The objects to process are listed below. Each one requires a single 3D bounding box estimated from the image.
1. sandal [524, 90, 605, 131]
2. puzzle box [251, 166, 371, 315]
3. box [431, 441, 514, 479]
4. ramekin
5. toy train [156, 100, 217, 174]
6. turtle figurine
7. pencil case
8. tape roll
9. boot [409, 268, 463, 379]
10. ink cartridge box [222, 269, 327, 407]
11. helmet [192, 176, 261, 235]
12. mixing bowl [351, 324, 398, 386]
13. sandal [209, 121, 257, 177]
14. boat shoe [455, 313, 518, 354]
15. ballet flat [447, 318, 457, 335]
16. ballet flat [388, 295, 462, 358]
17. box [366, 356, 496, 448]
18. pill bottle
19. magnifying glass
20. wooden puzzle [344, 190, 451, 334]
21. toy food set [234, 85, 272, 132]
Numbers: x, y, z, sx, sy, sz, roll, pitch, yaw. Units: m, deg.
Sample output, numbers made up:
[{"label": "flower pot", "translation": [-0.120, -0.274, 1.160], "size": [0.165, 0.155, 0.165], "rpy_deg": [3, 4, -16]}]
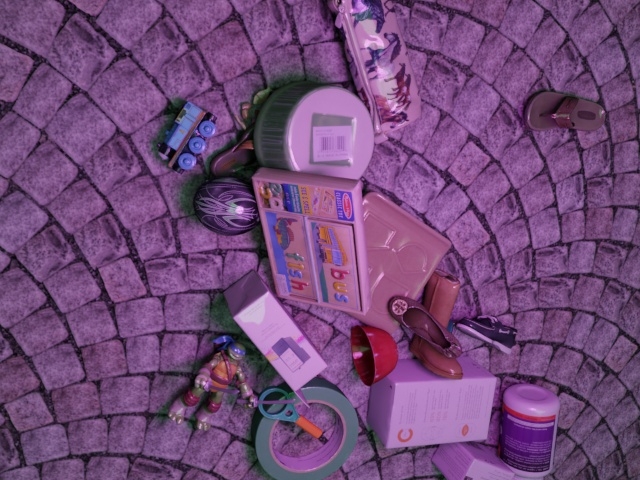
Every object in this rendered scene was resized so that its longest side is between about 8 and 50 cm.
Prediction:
[{"label": "sandal", "translation": [0.758, -0.393, 1.831], "size": [0.303, 0.086, 0.120], "rpy_deg": [-2, 103, -17]}, {"label": "puzzle box", "translation": [-0.014, 0.010, 1.540], "size": [0.272, 0.052, 0.408], "rpy_deg": [9, 131, 22]}, {"label": "box", "translation": [0.496, 0.742, 1.963], "size": [0.181, 0.182, 0.119], "rpy_deg": [26, 93, -21]}, {"label": "ramekin", "translation": [-0.006, -0.261, 1.551], "size": [0.304, 0.148, 0.303], "rpy_deg": [-7, 104, -31]}, {"label": "toy train", "translation": [-0.340, -0.261, 1.523], "size": [0.105, 0.080, 0.184], "rpy_deg": [33, 94, -12]}, {"label": "turtle figurine", "translation": [-0.273, 0.424, 1.618], "size": [0.274, 0.198, 0.266], "rpy_deg": [47, 108, 20]}, {"label": "pencil case", "translation": [0.142, -0.473, 1.576], "size": [0.184, 0.160, 0.410], "rpy_deg": [-31, 111, -31]}, {"label": "tape roll", "translation": [-0.046, 0.574, 1.809], "size": [0.322, 0.077, 0.321], "rpy_deg": [-4, 103, -16]}, {"label": "boot", "translation": [0.364, 0.246, 1.781], "size": [0.089, 0.236, 0.269], "rpy_deg": [6, 105, -32]}, {"label": "ink cartridge box", "translation": [-0.107, 0.268, 1.647], "size": [0.119, 0.207, 0.353], "rpy_deg": [-37, 112, -5]}, {"label": "helmet", "translation": [-0.238, -0.089, 1.544], "size": [0.162, 0.170, 0.169], "rpy_deg": [-3, 108, -61]}, {"label": "mixing bowl", "translation": [0.167, 0.329, 1.764], "size": [0.098, 0.181, 0.181], "rpy_deg": [-9, 105, -18]}, {"label": "sandal", "translation": [-0.193, -0.234, 1.571], "size": [0.219, 0.060, 0.090], "rpy_deg": [-36, 128, -7]}, {"label": "boat shoe", "translation": [0.525, 0.277, 1.881], "size": [0.303, 0.114, 0.091], "rpy_deg": [28, 85, -48]}, {"label": "ballet flat", "translation": [0.415, 0.307, 1.914], "size": [0.041, 0.041, 0.114], "rpy_deg": [11, 100, -20]}, {"label": "ballet flat", "translation": [0.299, 0.247, 1.712], "size": [0.250, 0.058, 0.084], "rpy_deg": [41, 94, 16]}, {"label": "box", "translation": [0.341, 0.497, 1.864], "size": [0.346, 0.168, 0.214], "rpy_deg": [2, 102, -19]}, {"label": "pill bottle", "translation": [0.693, 0.659, 2.006], "size": [0.182, 0.181, 0.322], "rpy_deg": [-3, 103, -17]}, {"label": "magnifying glass", "translation": [-0.085, 0.501, 1.725], "size": [0.231, 0.026, 0.092], "rpy_deg": [41, 88, -22]}, {"label": "wooden puzzle", "translation": [0.169, 0.068, 1.763], "size": [0.322, 0.080, 0.347], "rpy_deg": [32, 96, -21]}, {"label": "toy food set", "translation": [-0.165, -0.344, 1.586], "size": [0.122, 0.019, 0.078], "rpy_deg": [-37, 110, -6]}]
